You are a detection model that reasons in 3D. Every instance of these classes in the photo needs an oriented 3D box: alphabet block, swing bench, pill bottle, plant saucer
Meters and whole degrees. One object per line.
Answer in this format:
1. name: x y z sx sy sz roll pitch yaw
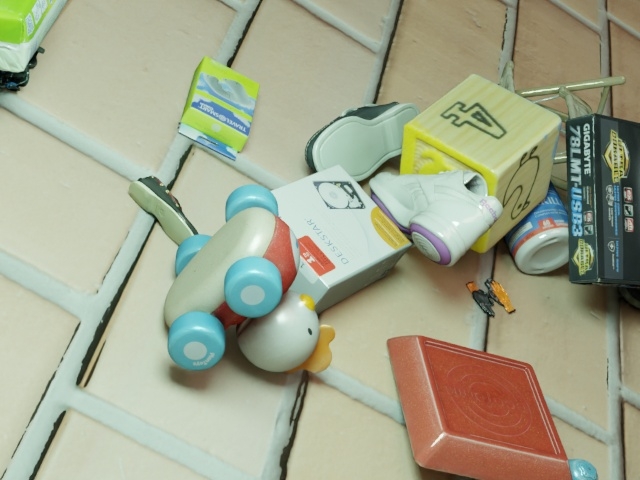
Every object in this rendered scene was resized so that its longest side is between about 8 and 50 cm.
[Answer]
1. alphabet block: 0.265 -0.132 1.970 0.193 0.192 0.197 31 52 28
2. swing bench: 0.479 -0.211 2.318 0.254 0.165 0.253 6 43 0
3. pill bottle: 0.374 -0.059 2.117 0.124 0.124 0.222 8 47 -35
4. plant saucer: 0.238 0.242 1.701 0.258 0.048 0.259 16 34 -19

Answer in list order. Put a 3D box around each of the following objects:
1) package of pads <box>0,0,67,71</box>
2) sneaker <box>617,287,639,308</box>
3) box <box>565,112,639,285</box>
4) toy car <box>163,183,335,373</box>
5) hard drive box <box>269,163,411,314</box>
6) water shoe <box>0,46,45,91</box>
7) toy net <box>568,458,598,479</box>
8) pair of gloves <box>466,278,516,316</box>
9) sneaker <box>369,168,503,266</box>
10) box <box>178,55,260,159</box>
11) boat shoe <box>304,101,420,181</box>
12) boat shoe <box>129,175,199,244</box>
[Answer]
1. package of pads: -0.513 -0.345 1.614 0.296 0.101 0.229 10 40 2
2. sneaker: 0.670 0.070 2.229 0.227 0.130 0.087 2 49 -35
3. box: 0.559 -0.062 2.084 0.293 0.073 0.296 6 81 -37
4. toy car: -0.064 0.089 1.551 0.238 0.210 0.219 37 23 -24
5. hard drive box: 0.000 0.000 1.770 0.181 0.089 0.232 48 38 13
6. water shoe: -0.453 -0.245 1.657 0.080 0.073 0.203 33 38 -12
7. toy net: 0.326 0.356 1.712 0.232 0.045 0.122 16 43 -24
8. pair of gloves: 0.290 0.096 1.978 0.083 0.010 0.074 -8 57 -44
9. sneaker: 0.184 -0.054 1.872 0.114 0.152 0.305 57 -9 -29
10. box: -0.164 -0.218 1.898 0.109 0.042 0.178 26 38 -16
11. boat shoe: 0.059 -0.169 1.999 0.302 0.091 0.114 -19 109 -50
12. boat shoe: -0.215 -0.043 1.665 0.133 0.049 0.042 44 45 15
